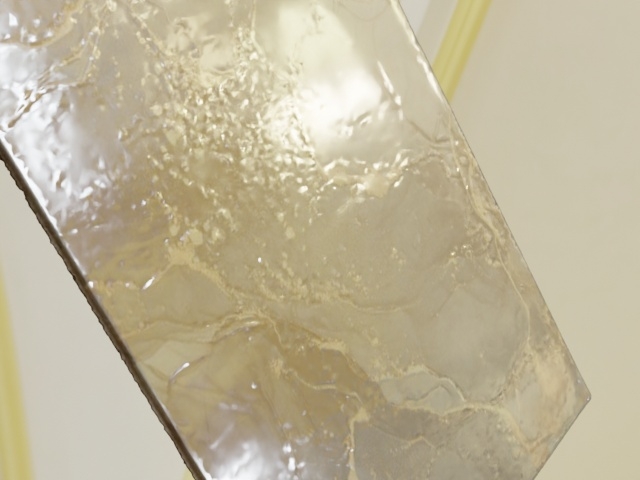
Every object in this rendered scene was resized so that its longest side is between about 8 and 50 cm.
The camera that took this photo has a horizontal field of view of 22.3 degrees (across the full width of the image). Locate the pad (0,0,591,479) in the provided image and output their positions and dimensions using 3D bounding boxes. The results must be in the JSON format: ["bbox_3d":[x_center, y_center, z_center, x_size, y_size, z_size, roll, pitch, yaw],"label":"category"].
[{"bbox_3d":[0.000,0.000,0.718,0.007,0.247,0.367,-7,-61,42],"label":"pad"}]
